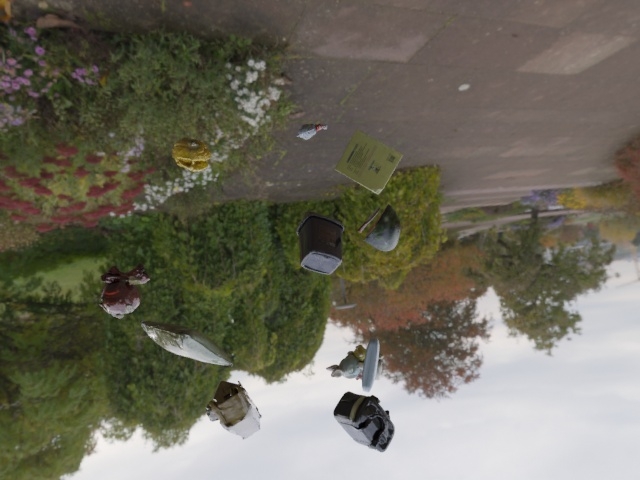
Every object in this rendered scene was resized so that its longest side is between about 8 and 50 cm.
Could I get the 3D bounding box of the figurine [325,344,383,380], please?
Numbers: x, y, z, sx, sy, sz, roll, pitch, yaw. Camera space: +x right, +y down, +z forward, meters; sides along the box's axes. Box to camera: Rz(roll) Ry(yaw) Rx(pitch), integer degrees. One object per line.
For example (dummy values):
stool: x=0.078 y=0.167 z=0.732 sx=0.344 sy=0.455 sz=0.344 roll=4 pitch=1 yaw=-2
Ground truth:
figurine: x=0.151 y=0.533 z=1.841 sx=0.235 sy=0.127 sz=0.155 roll=17 pitch=117 yaw=-34

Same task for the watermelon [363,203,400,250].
watermelon: x=0.274 y=-0.054 z=1.778 sx=0.192 sy=0.137 sz=0.145 roll=10 pitch=128 yaw=-41

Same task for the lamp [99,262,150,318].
lamp: x=-0.831 y=0.222 z=1.806 sx=0.214 sy=0.223 sz=0.151 roll=-2 pitch=-153 yaw=0

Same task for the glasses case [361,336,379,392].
glasses case: x=0.167 y=0.413 z=1.425 sx=0.045 sy=0.179 sz=0.067 roll=8 pitch=171 yaw=13

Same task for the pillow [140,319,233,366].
pillow: x=-0.400 y=0.298 z=1.255 sx=0.302 sy=0.075 sz=0.185 roll=-1 pitch=144 yaw=45

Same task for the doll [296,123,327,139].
doll: x=-0.047 y=-0.595 z=2.306 sx=0.180 sy=0.079 sz=0.094 roll=-20 pitch=-164 yaw=-11

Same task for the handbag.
handbag: x=0.199 y=0.769 z=1.833 sx=0.181 sy=0.254 sz=0.181 roll=-11 pitch=-150 yaw=51

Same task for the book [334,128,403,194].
book: x=0.173 y=-0.283 z=1.548 sx=0.192 sy=0.168 sz=0.013 roll=31 pitch=-165 yaw=3

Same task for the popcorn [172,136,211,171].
popcorn: x=-0.560 y=-0.372 z=1.864 sx=0.148 sy=0.167 sz=0.152 roll=-47 pitch=173 yaw=-26

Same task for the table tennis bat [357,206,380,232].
table tennis bat: x=0.233 y=-0.099 z=2.038 sx=0.155 sy=0.019 sz=0.098 roll=-49 pitch=-175 yaw=16

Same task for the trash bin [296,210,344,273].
trash bin: x=0.000 y=0.000 z=2.030 sx=0.209 sy=0.291 sz=0.182 roll=20 pitch=134 yaw=-22

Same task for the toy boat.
toy boat: x=-0.288 y=0.571 z=1.444 sx=0.135 sy=0.162 sz=0.446 roll=-30 pitch=154 yaw=-17
